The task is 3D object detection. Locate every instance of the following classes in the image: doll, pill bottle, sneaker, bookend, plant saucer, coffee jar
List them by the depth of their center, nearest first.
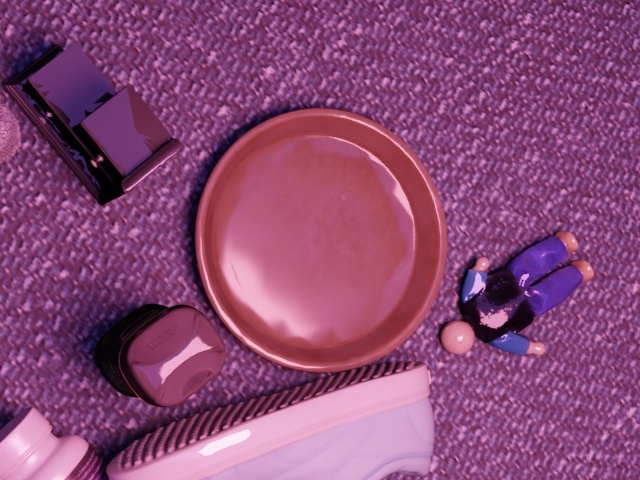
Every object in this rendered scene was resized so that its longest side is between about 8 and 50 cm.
[{"bbox_3d":[-0.154,0.108,1.299,0.096,0.184,0.079,-38,99,-15],"label":"coffee jar"},{"bbox_3d":[-0.221,-0.120,1.303,0.072,0.157,0.156,-41,100,-16],"label":"bookend"},{"bbox_3d":[-0.241,0.256,1.305,0.108,0.108,0.193,-44,101,-15],"label":"pill bottle"},{"bbox_3d":[-0.028,0.228,1.339,0.366,0.135,0.150,-13,91,-29],"label":"sneaker"},{"bbox_3d":[0.000,0.000,1.430,0.278,0.041,0.278,1,87,-17],"label":"plant saucer"},{"bbox_3d":[0.213,0.069,1.492,0.189,0.046,0.129,-31,96,-17],"label":"doll"}]

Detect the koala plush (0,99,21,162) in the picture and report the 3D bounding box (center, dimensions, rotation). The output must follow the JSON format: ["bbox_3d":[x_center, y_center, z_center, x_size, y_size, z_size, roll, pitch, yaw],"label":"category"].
[{"bbox_3d":[-0.388,-0.154,1.216,0.203,0.196,0.221,-21,113,-25],"label":"koala plush"}]
